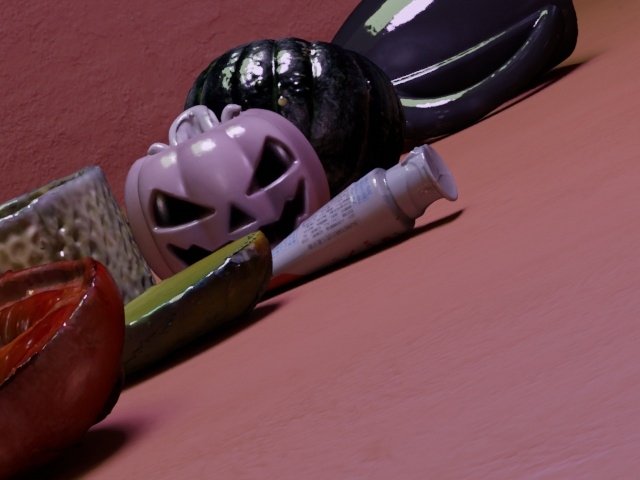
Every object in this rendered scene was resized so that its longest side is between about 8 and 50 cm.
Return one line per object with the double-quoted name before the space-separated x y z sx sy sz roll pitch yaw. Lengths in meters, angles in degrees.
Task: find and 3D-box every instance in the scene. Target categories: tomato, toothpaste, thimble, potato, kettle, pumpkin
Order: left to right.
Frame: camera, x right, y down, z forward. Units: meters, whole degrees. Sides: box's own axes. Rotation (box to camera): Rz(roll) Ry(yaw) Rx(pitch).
"tomato" -0.213 0.111 1.226 0.228 0.101 0.228 -30 19 11
"thimble" -0.291 0.051 1.719 0.271 0.150 0.271 -24 7 3
"potato" -0.116 0.062 1.437 0.198 0.054 0.119 -33 10 -27
"pumpkin" -0.026 -0.107 1.814 0.221 0.161 0.220 -4 -10 -1
"toothpaste" 0.000 0.000 1.518 0.234 0.057 0.089 -29 3 21
"kettle" 0.146 -0.224 2.195 0.290 0.207 0.268 -33 36 -16

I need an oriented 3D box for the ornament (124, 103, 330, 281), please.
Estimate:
"ornament" -0.085 -0.041 1.646 0.177 0.177 0.177 -25 7 3
